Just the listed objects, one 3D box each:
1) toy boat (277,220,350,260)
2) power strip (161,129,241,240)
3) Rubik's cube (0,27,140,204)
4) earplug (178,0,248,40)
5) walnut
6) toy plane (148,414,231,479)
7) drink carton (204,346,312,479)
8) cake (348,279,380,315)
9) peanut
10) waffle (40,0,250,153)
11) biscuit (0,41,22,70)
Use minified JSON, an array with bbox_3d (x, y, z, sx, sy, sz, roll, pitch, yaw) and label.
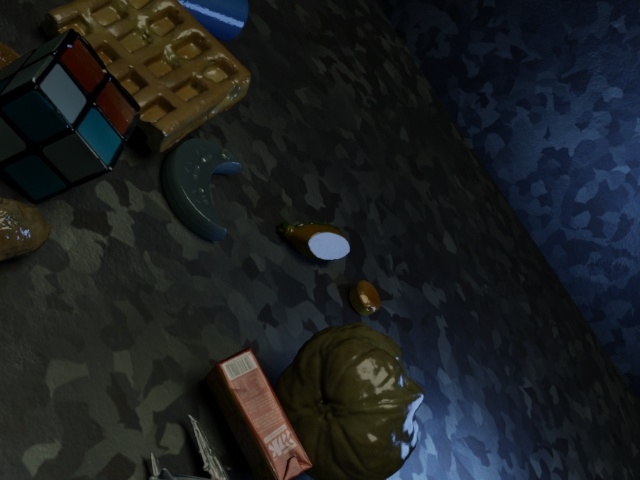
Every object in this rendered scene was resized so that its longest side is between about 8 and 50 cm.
[{"bbox_3d":[0.000,0.000,1.670,0.229,0.089,0.088,15,13,-47],"label":"toy boat"},{"bbox_3d":[-0.240,-0.128,1.465,0.167,0.054,0.253,36,39,-32],"label":"power strip"},{"bbox_3d":[-0.420,-0.195,1.141,0.183,0.167,0.180,52,30,-35],"label":"Rubik's cube"},{"bbox_3d":[-0.312,-0.565,1.680,0.273,0.132,0.132,4,60,-48],"label":"earplug"},{"bbox_3d":[0.053,0.296,1.301,0.282,0.253,0.277,54,9,11],"label":"walnut"},{"bbox_3d":[-0.172,0.384,1.117,0.226,0.058,0.226,31,39,-40],"label":"toy plane"},{"bbox_3d":[-0.107,0.301,1.207,0.071,0.096,0.223,-22,74,-31],"label":"drink carton"},{"bbox_3d":[0.107,0.137,1.714,0.084,0.044,0.084,35,36,-32],"label":"cake"},{"bbox_3d":[-0.475,-0.006,1.020,0.099,0.099,0.214,58,38,0],"label":"peanut"},{"bbox_3d":[-0.334,-0.370,1.436,0.348,0.077,0.304,45,49,-3],"label":"waffle"},{"bbox_3d":[-0.548,-0.245,1.174,0.131,0.025,0.231,34,40,-34],"label":"biscuit"}]
